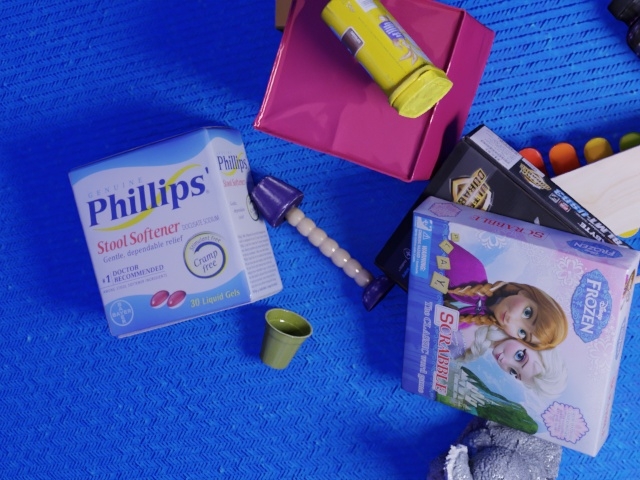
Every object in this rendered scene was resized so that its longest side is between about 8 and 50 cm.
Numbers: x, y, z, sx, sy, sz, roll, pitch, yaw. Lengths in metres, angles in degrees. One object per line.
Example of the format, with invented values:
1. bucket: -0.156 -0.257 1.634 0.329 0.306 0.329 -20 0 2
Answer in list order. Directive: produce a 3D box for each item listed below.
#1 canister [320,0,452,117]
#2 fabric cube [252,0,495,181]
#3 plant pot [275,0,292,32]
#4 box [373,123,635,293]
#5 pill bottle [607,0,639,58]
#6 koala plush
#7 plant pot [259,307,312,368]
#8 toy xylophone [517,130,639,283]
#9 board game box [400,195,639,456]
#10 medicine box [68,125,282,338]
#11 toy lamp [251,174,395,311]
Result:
1. canister: 0.086 -0.249 1.455 0.073 0.126 0.170 -42 79 16
2. fabric cube: 0.085 -0.243 1.655 0.259 0.258 0.254 21 101 15
3. plant pot: -0.024 -0.375 1.775 0.083 0.081 0.081 3 95 8
4. box: 0.265 0.025 1.660 0.293 0.073 0.295 43 131 10
5. pill bottle: 0.519 -0.286 1.585 0.123 0.123 0.219 -43 81 16
6. koala plush: 0.265 0.353 1.663 0.196 0.221 0.203 32 103 13
7. plant pot: -0.065 0.168 1.835 0.083 0.083 0.079 29 115 13
8. toy xylophone: 0.436 -0.045 1.649 0.323 0.081 0.236 -13 103 16
9. board game box: 0.278 0.124 1.611 0.318 0.066 0.318 16 122 26
10. medicine box: -0.239 -0.015 1.832 0.264 0.149 0.289 -16 90 18
11. toy lamp: 0.000 0.000 1.796 0.275 0.080 0.080 44 105 9
